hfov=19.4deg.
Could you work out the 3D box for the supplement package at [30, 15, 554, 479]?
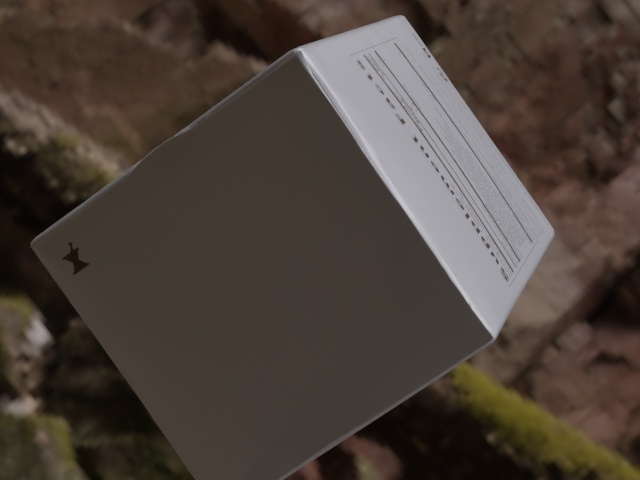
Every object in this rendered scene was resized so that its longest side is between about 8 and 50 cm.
[{"bbox_3d":[0.000,0.000,1.046,0.175,0.177,0.293,55,17,-1],"label":"supplement package"}]
